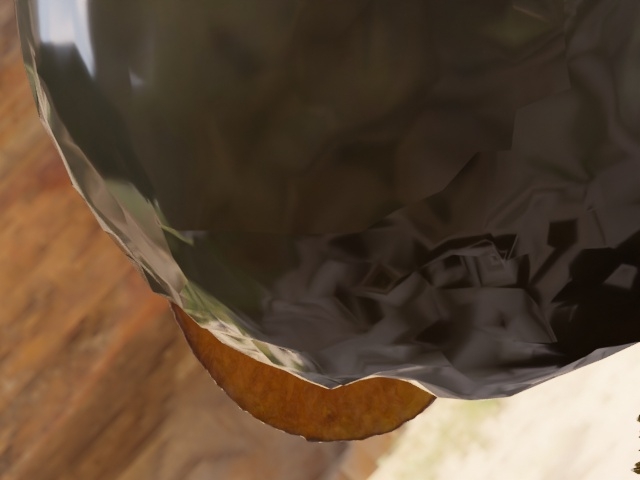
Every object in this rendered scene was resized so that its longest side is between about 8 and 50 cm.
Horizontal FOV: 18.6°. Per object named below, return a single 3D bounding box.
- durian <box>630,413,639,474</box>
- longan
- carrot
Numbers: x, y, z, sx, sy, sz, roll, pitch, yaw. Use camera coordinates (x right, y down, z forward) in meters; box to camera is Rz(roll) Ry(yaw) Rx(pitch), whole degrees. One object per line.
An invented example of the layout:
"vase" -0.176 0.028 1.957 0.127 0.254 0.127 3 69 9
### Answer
"durian" 0.259 0.092 0.871 0.250 0.138 0.183 -7 25 17
"longan" 0.056 -0.149 0.912 0.404 0.404 0.436 -128 46 -84
"carrot" 0.000 0.000 1.348 0.100 0.258 0.307 -40 -41 -60
